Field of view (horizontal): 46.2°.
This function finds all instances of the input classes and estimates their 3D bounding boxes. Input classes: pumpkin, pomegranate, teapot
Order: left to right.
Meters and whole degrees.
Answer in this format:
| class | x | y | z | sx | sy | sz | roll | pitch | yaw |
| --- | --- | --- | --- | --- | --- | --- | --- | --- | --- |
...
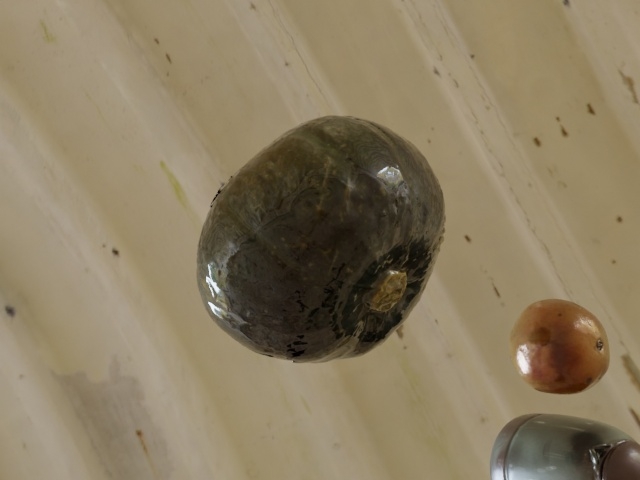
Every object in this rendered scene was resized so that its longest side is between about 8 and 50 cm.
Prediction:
| class | x | y | z | sx | sy | sz | roll | pitch | yaw |
| --- | --- | --- | --- | --- | --- | --- | --- | --- | --- |
| pumpkin | 0.000 | 0.000 | 1.278 | 0.454 | 0.344 | 0.454 | -32 | -35 | -26 |
| pomegranate | 0.458 | 0.205 | 1.449 | 0.191 | 0.191 | 0.191 | -6 | -51 | -8 |
| teapot | 0.551 | 0.492 | 1.500 | 0.315 | 0.233 | 0.312 | 41 | -24 | -12 |
